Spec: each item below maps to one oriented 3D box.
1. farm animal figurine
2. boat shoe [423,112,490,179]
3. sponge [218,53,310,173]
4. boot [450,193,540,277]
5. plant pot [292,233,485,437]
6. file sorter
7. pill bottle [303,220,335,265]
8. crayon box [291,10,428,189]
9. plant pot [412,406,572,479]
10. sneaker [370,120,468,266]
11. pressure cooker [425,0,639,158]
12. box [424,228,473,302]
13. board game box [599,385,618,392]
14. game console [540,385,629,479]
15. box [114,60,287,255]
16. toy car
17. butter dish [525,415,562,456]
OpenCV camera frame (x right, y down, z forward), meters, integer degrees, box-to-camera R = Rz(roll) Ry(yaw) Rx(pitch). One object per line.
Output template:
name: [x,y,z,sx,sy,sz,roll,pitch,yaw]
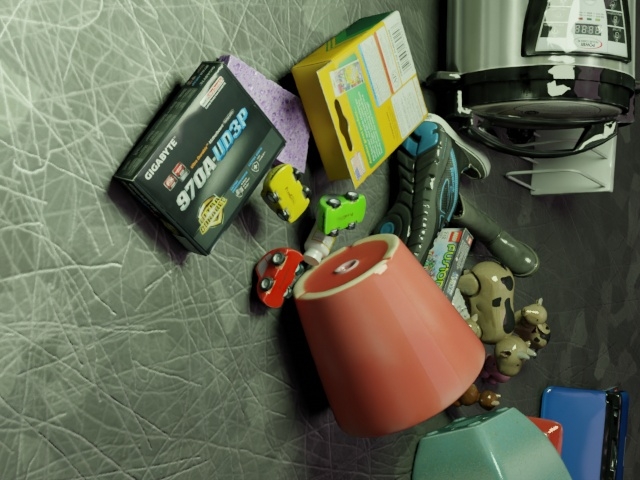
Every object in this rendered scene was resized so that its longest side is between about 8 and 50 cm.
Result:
farm animal figurine: [0.359,0.176,1.922,0.330,0.172,0.326,-37,117,-44]
boat shoe: [0.252,-0.164,1.879,0.219,0.078,0.070,32,65,-37]
sponge: [-0.090,-0.192,1.495,0.210,0.031,0.117,25,71,-47]
boot: [0.327,-0.020,1.901,0.076,0.190,0.208,-50,140,0]
plant pot: [0.094,0.139,1.557,0.275,0.275,0.243,-43,111,-42]
file sorter: [0.527,-0.254,2.117,0.173,0.193,0.277,15,78,-47]
pill bottle: [0.000,0.000,1.592,0.043,0.043,0.083,50,54,-38]
crayon box: [0.063,-0.238,1.610,0.323,0.083,0.203,-47,124,-50]
plant pot: [0.317,0.464,1.830,0.247,0.248,0.252,-12,81,-50]
sneaker: [0.189,-0.039,1.736,0.140,0.125,0.340,30,75,-43]
pressure cooker: [0.429,-0.369,1.862,0.375,0.370,0.420,4,88,-55]
box: [0.200,0.072,1.778,0.036,0.114,0.207,46,56,-40]
board game box: [0.710,0.470,2.431,0.194,0.060,0.194,-3,92,-51]
game console: [0.627,0.498,2.292,0.250,0.173,0.293,16,80,-65]
box: [-0.163,-0.116,1.362,0.220,0.051,0.175,-56,131,-20]
toy car: [-0.019,-0.030,1.516,0.225,0.053,0.239,-21,125,-42]
butter dish: [0.433,0.458,2.053,0.118,0.160,0.160,41,56,-69]
